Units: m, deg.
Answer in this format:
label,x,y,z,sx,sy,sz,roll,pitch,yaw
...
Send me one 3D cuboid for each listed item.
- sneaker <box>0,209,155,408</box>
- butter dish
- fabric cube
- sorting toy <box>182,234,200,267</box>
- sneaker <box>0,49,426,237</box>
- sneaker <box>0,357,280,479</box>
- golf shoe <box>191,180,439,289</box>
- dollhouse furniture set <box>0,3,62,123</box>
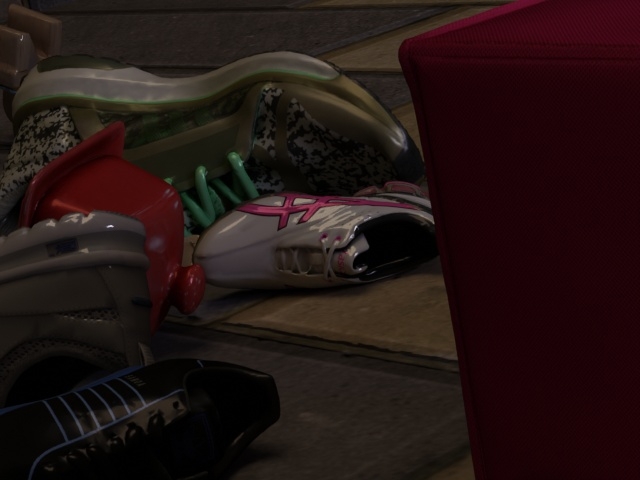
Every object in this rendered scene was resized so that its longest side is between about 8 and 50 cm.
label,x,y,z,sx,sy,sz,roll,pitch,yaw
sneaker,-0.224,0.078,1.152,0.281,0.115,0.105,-24,-19,25
butter dish,-0.135,0.019,1.270,0.118,0.160,0.160,17,22,11
fabric cube,0.227,0.001,0.836,0.259,0.254,0.258,-24,20,-38
sorting toy,-0.139,0.025,1.402,0.075,0.045,0.083,-18,-10,36
sneaker,-0.106,-0.039,1.522,0.410,0.158,0.182,2,51,33
sneaker,-0.112,0.114,0.986,0.090,0.081,0.232,-9,13,34
golf shoe,0.000,0.000,1.341,0.186,0.067,0.086,-12,17,-3
dollhouse furniture set,-0.543,-0.129,2.028,0.394,0.256,0.362,20,28,22
